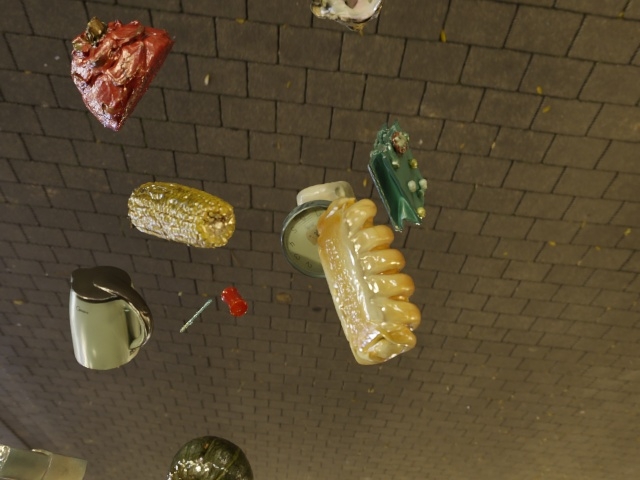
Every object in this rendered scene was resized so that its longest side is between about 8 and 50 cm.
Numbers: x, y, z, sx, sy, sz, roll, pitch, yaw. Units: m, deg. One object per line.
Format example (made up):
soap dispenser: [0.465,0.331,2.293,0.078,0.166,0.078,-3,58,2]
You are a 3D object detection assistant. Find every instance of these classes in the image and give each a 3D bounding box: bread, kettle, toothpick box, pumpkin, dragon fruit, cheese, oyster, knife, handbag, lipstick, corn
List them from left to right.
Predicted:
lipstick: [-0.661,0.529,1.070,0.078,0.078,0.253,1,149,16]
dragon fruit: [-0.542,-0.466,1.191,0.205,0.152,0.317,31,89,-18]
kettle: [-0.518,0.195,1.158,0.221,0.161,0.237,20,122,13]
corn: [-0.267,-0.053,0.866,0.317,0.115,0.115,13,150,43]
knife: [-0.275,0.168,1.022,0.010,0.096,0.027,43,172,1]
pumpkin: [-0.270,0.587,1.113,0.223,0.157,0.224,3,101,13]
toothpick box: [-0.216,0.156,1.161,0.047,0.083,0.047,-11,115,-25]
cheese: [0.027,-0.121,1.520,0.173,0.248,0.251,-27,127,17]
oyster: [0.065,-0.554,1.031,0.190,0.081,0.163,1,121,17]
bread: [0.090,0.064,0.856,0.121,0.311,0.173,-8,161,-27]
handbag: [0.250,-0.197,1.390,0.100,0.269,0.274,-11,121,27]

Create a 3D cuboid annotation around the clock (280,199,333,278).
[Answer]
clock: [0.000,0.000,1.269,0.225,0.049,0.226,1,112,3]
